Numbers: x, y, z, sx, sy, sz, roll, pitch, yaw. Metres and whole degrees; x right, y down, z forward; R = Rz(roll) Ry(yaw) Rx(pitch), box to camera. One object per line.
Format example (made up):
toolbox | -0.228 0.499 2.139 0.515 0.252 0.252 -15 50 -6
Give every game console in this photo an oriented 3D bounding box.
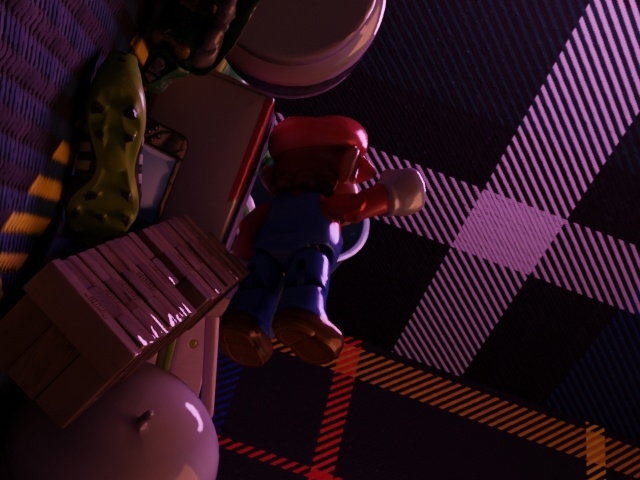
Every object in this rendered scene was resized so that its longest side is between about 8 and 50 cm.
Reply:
game console | -0.169 -0.059 0.889 0.071 0.107 0.122 14 -99 45

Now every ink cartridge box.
ink cartridge box | -0.146 -0.078 1.110 0.306 0.131 0.226 -98 -152 -86

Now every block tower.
block tower | -0.159 0.053 0.796 0.097 0.091 0.335 -44 179 10

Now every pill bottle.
pill bottle | -0.032 -0.273 1.069 0.361 0.204 0.204 -106 -144 -84

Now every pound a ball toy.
pound a ball toy | -0.220 0.165 1.207 0.208 0.136 0.319 41 -61 60

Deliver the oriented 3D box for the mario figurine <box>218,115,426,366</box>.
mario figurine | 0.000 0.000 1.053 0.170 0.198 0.320 109 -3 -56

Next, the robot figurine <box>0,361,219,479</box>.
robot figurine | -0.218 0.257 0.906 0.300 0.200 0.353 49 -53 43

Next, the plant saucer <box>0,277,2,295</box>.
plant saucer | -0.217 0.098 0.479 0.188 0.045 0.188 -73 -175 -50

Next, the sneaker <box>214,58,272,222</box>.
sneaker | -0.127 -0.150 1.359 0.109 0.123 0.295 143 -42 -66

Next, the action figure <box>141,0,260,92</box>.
action figure | -0.092 -0.231 0.815 0.232 0.137 0.063 -61 161 5

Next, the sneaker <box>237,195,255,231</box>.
sneaker | -0.224 -0.018 1.448 0.151 0.094 0.256 -22 180 -35

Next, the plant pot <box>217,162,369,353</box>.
plant pot | -0.133 0.020 1.765 0.334 0.341 0.341 -57 -170 39

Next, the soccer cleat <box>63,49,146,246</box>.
soccer cleat | -0.168 -0.069 0.752 0.072 0.060 0.179 -92 -162 -46
